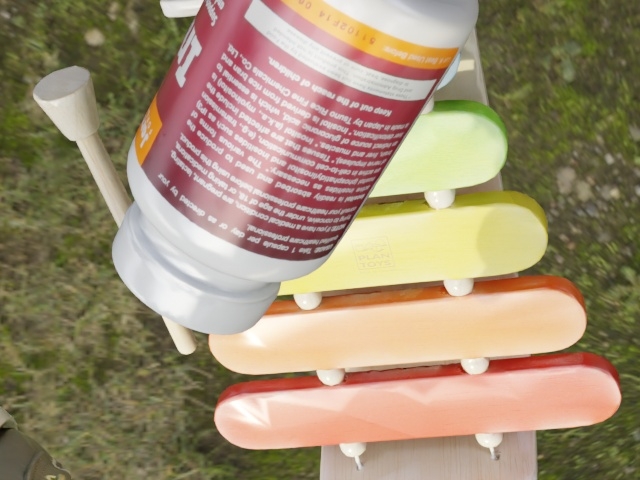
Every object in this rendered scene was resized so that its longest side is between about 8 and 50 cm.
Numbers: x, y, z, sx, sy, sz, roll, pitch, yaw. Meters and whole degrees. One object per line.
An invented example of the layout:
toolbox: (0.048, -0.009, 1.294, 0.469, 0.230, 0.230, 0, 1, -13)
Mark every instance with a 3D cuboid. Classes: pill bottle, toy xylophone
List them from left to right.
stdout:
pill bottle: (-0.016, -0.042, 0.469, 0.086, 0.086, 0.152, 41, 120, 18)
toy xylophone: (0.000, 0.000, 0.627, 0.236, 0.323, 0.081, -13, 36, 18)

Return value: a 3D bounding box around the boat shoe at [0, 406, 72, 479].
boat shoe: (-0.147, 0.147, 0.579, 0.091, 0.305, 0.109, 28, 88, -6)
